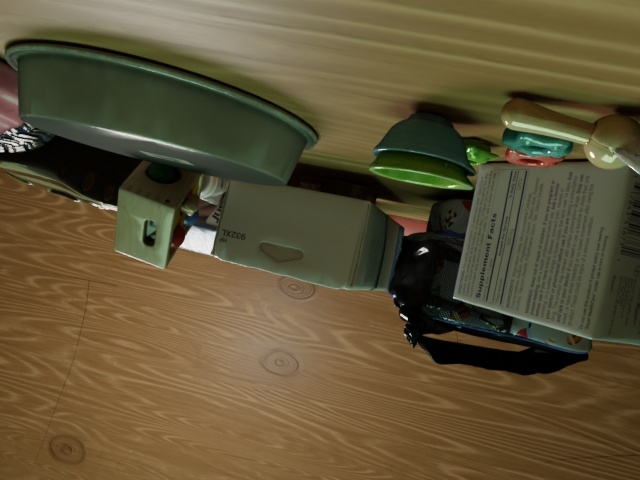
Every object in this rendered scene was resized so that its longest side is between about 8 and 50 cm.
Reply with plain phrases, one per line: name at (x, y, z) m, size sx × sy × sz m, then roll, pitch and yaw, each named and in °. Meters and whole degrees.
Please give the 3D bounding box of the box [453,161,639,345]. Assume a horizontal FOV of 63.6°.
box at (0.191, 0.005, 0.422) m, size 0.072 × 0.126 × 0.137 m, roll 11°, pitch -178°, yaw -31°

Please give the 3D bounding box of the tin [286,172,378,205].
tin at (0.007, -0.084, 0.888) m, size 0.189 × 0.040 × 0.106 m, roll 13°, pitch -176°, yaw 30°

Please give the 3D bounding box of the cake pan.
cake pan at (-0.150, -0.109, 0.512) m, size 0.293 × 0.054 × 0.293 m, roll 12°, pitch -179°, yaw 0°

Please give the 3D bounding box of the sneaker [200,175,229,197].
sneaker at (-0.313, -0.119, 1.057) m, size 0.281 × 0.105 × 0.115 m, roll 12°, pitch 180°, yaw 25°

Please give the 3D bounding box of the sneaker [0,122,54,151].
sneaker at (-0.468, -0.170, 0.696) m, size 0.221 × 0.087 × 0.083 m, roll -4°, pitch 170°, yaw -6°

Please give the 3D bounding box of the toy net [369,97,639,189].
toy net at (0.143, -0.047, 0.307) m, size 0.122 × 0.045 × 0.232 m, roll 13°, pitch 180°, yaw -40°

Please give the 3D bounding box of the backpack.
backpack at (0.242, 0.057, 0.713) m, size 0.263 × 0.213 × 0.276 m, roll 21°, pitch -173°, yaw 2°

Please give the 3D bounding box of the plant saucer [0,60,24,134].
plant saucer at (-0.460, -0.163, 0.500) m, size 0.332 × 0.084 × 0.332 m, roll 13°, pitch -179°, yaw 0°

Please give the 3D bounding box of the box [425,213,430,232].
box at (0.286, 0.024, 1.056) m, size 0.128 × 0.123 × 0.257 m, roll 14°, pitch 180°, yaw 18°

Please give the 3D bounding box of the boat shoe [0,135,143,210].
boat shoe at (-0.375, -0.117, 0.810) m, size 0.323 × 0.123 × 0.120 m, roll 21°, pitch 161°, yaw -2°

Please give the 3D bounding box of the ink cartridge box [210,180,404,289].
ink cartridge box at (0.000, 0.000, 0.856) m, size 0.223 × 0.129 × 0.307 m, roll 12°, pitch 178°, yaw 19°

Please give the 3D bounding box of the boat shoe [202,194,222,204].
boat shoe at (-0.333, -0.134, 1.170) m, size 0.258 × 0.084 × 0.095 m, roll 12°, pitch 180°, yaw 25°

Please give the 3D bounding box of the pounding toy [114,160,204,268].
pounding toy at (-0.194, -0.045, 0.666) m, size 0.100 × 0.141 × 0.130 m, roll 21°, pitch -140°, yaw -4°

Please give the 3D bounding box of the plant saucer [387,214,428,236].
plant saucer at (0.272, -0.020, 1.380) m, size 0.259 × 0.048 × 0.258 m, roll 12°, pitch 180°, yaw 30°

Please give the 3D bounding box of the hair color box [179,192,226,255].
hair color box at (-0.260, -0.064, 1.226) m, size 0.347 × 0.174 × 0.105 m, roll 12°, pitch 139°, yaw 22°
